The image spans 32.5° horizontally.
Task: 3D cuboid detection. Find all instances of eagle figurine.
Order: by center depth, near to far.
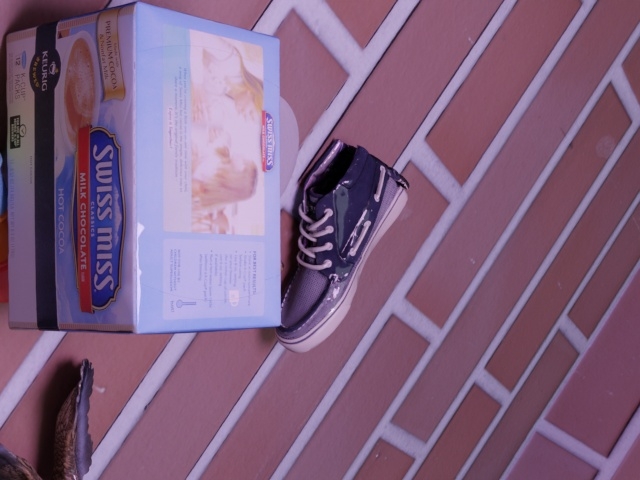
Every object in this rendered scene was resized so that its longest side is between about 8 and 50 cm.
[{"bbox_3d":[-0.363,0.330,1.498,0.226,0.225,0.298,-72,139,-71],"label":"eagle figurine"}]

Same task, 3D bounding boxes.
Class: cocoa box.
[{"bbox_3d":[-0.197,-0.068,1.252,0.231,0.228,0.347,2,87,-50],"label":"cocoa box"}]

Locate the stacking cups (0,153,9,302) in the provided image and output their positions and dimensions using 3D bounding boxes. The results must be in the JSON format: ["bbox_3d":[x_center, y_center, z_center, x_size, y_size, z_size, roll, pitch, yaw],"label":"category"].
[{"bbox_3d":[-0.403,-0.062,1.248,0.096,0.096,0.316,-33,140,-31],"label":"stacking cups"}]

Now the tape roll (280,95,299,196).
[{"bbox_3d":[-0.132,-0.117,1.524,0.219,0.072,0.219,-27,131,-36],"label":"tape roll"}]

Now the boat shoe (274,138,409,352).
[{"bbox_3d":[0.000,0.000,1.731,0.158,0.127,0.340,42,72,-46],"label":"boat shoe"}]

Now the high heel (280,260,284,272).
[{"bbox_3d":[-0.156,0.021,1.503,0.261,0.093,0.186,-11,144,-24],"label":"high heel"}]
